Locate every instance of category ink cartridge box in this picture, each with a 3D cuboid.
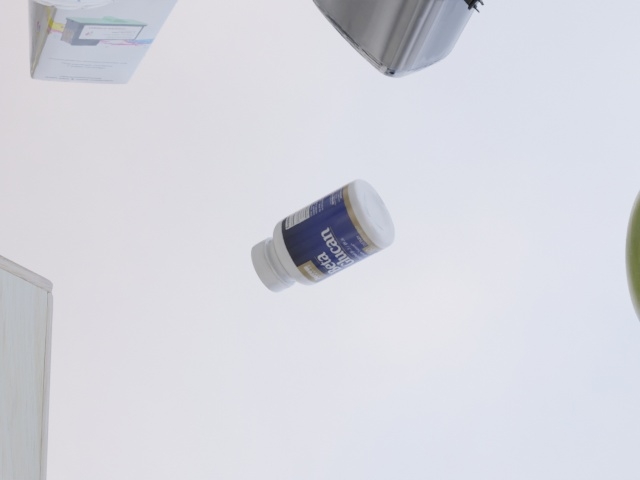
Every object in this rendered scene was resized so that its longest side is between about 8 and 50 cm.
[{"bbox_3d":[-0.223,-0.298,1.198,0.278,0.117,0.201,150,-62,-67],"label":"ink cartridge box"}]

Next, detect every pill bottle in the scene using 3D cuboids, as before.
[{"bbox_3d":[0.000,0.000,1.489,0.169,0.094,0.094,-28,-117,22],"label":"pill bottle"}]

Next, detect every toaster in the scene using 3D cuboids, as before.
[{"bbox_3d":[0.084,-0.278,1.265,0.227,0.129,0.146,48,-35,20],"label":"toaster"}]

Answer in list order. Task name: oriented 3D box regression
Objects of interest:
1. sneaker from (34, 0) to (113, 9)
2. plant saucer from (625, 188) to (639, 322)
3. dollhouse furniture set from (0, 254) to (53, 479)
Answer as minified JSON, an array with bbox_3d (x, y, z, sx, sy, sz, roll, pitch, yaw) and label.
[{"bbox_3d":[-0.171,-0.192,0.729,0.129,0.297,0.111,14,-67,48],"label":"sneaker"},{"bbox_3d":[0.403,0.020,1.348,0.037,0.241,0.241,-3,-97,41],"label":"plant saucer"},{"bbox_3d":[-0.323,0.103,0.568,0.356,0.303,0.173,-6,-108,12],"label":"dollhouse furniture set"}]
